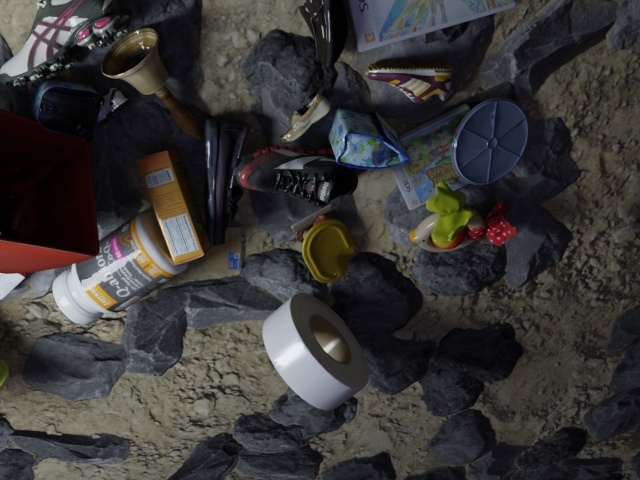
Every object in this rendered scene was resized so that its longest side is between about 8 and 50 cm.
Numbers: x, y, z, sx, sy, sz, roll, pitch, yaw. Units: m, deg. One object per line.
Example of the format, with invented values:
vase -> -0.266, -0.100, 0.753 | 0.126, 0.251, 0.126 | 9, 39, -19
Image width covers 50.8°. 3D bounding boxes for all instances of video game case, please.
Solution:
video game case -> 0.197, -0.538, 1.257 | 0.328, 0.036, 0.300 | -16, 127, 1
video game case -> 0.266, -0.185, 1.535 | 0.212, 0.023, 0.193 | -25, 126, 8

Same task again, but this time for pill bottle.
pill bottle -> -0.446, 0.065, 1.502 | 0.278, 0.162, 0.162 | -32, 125, 13

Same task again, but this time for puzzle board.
puzzle board -> -0.236, 0.019, 1.600 | 0.096, 0.011, 0.128 | -2, 127, -11

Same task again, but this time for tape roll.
tape roll -> -0.008, 0.269, 1.657 | 0.100, 0.286, 0.286 | -42, 122, 19

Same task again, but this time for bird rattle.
bird rattle -> 0.330, -0.039, 1.616 | 0.253, 0.143, 0.207 | 8, 148, -43

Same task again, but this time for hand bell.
hand bell -> -0.305, -0.281, 1.326 | 0.126, 0.126, 0.242 | -26, 138, 9

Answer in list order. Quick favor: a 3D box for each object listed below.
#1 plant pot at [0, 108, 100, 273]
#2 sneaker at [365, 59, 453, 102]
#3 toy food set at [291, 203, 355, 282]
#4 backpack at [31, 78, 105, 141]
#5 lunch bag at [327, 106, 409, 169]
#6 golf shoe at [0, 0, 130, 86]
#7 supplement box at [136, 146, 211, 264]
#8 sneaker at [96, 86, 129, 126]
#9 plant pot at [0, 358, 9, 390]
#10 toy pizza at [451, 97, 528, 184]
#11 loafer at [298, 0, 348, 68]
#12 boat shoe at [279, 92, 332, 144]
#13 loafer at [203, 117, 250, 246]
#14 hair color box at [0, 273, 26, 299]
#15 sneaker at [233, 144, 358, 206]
plant pot -> -0.617, -0.069, 1.290 | 0.235, 0.268, 0.267 | -25, 156, 31
sneaker -> 0.181, -0.323, 1.390 | 0.185, 0.070, 0.084 | -1, 121, -9
toy food set -> 0.000, 0.000, 1.602 | 0.128, 0.071, 0.218 | -36, 130, -14
backpack -> -0.490, -0.257, 1.291 | 0.114, 0.084, 0.105 | 5, 116, -42
lunch bag -> 0.104, -0.212, 1.420 | 0.151, 0.129, 0.096 | 10, 124, -16
golf shoe -> -0.483, -0.376, 1.229 | 0.272, 0.105, 0.120 | -27, 104, 9
supplement box -> -0.306, -0.073, 1.421 | 0.080, 0.078, 0.234 | -14, 103, 8
sneaker -> -0.431, -0.265, 1.346 | 0.109, 0.040, 0.044 | -33, 96, 20
plant pot -> -0.885, 0.243, 1.513 | 0.275, 0.276, 0.254 | -11, 115, -3
toy pizza -> 0.373, -0.221, 1.499 | 0.201, 0.032, 0.201 | -11, 120, -20
loafer -> 0.001, -0.438, 1.281 | 0.078, 0.080, 0.220 | 14, 131, 21
boat shoe -> -0.038, -0.257, 1.416 | 0.135, 0.050, 0.045 | -38, 112, 14
loafer -> -0.202, -0.117, 1.452 | 0.095, 0.109, 0.303 | -3, 123, -13
hair color box -> -0.754, 0.050, 1.501 | 0.093, 0.053, 0.167 | -38, 125, 18
sneaker -> -0.039, -0.134, 1.416 | 0.275, 0.135, 0.098 | -3, 128, -25
